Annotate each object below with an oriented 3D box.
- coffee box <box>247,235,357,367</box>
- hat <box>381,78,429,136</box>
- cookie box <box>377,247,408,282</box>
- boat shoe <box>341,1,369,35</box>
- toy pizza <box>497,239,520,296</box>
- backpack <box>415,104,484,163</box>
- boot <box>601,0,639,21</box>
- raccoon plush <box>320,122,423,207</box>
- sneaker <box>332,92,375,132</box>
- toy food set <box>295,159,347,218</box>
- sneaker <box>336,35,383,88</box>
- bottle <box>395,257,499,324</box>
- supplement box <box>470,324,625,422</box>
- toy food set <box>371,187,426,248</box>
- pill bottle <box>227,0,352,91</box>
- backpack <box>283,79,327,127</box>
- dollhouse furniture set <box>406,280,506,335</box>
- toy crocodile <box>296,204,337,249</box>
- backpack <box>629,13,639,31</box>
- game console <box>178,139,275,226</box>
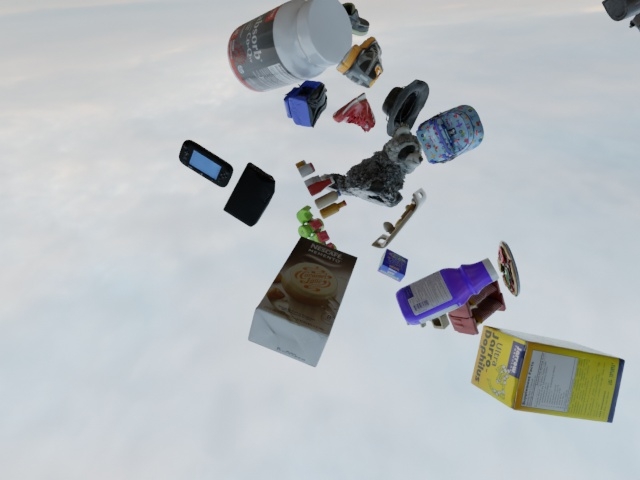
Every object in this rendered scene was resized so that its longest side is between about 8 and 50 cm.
[{"bbox_3d":[-0.027,0.111,0.831,0.141,0.098,0.246,21,-145,4],"label":"coffee box"},{"bbox_3d":[0.392,-0.674,2.057,0.134,0.331,0.331,37,-130,25],"label":"hat"},{"bbox_3d":[0.259,0.088,1.466,0.092,0.040,0.107,27,-146,2],"label":"cookie box"},{"bbox_3d":[0.084,-0.695,1.274,0.224,0.073,0.080,-12,-121,-42],"label":"boat shoe"},{"bbox_3d":[0.646,0.099,1.432,0.032,0.201,0.201,-13,-147,12],"label":"toy pizza"},{"bbox_3d":[0.412,-0.335,1.293,0.117,0.158,0.173,-26,-173,-36],"label":"backpack"},{"bbox_3d":[0.787,-0.699,0.973,0.281,0.264,0.096,-28,177,-1],"label":"boot"},{"bbox_3d":[0.197,-0.326,1.663,0.447,0.298,0.216,19,176,27],"label":"raccoon plush"},{"bbox_3d":[0.135,-0.432,1.448,0.087,0.128,0.221,-22,-161,46],"label":"sneaker"},{"bbox_3d":[0.002,-0.205,1.498,0.105,0.232,0.111,-27,175,1],"label":"toy food set"},{"bbox_3d":[0.103,-0.390,0.919,0.083,0.084,0.214,40,-141,-5],"label":"sneaker"},{"bbox_3d":[0.360,0.140,1.176,0.283,0.092,0.118,-29,-130,16],"label":"bottle"},{"bbox_3d":[0.676,0.396,1.238,0.357,0.194,0.195,13,179,-15],"label":"supplement box"},{"bbox_3d":[0.363,-0.106,1.909,0.092,0.306,0.220,40,-155,10],"label":"toy food set"},{"bbox_3d":[-0.095,-0.569,1.206,0.363,0.210,0.210,7,-148,46],"label":"pill bottle"},{"bbox_3d":[-0.039,-0.393,1.151,0.101,0.097,0.120,21,-124,20],"label":"backpack"},{"bbox_3d":[0.519,0.249,1.668,0.201,0.152,0.374,-29,-168,-30],"label":"dollhouse furniture set"},{"bbox_3d":[0.000,0.000,1.850,0.115,0.340,0.105,-27,178,-39],"label":"toy crocodile"},{"bbox_3d":[0.940,-0.616,1.121,0.115,0.105,0.084,-3,-126,-8],"label":"backpack"},{"bbox_3d":[-0.344,-0.217,1.471,0.362,0.213,0.044,32,-151,-5],"label":"game console"}]
